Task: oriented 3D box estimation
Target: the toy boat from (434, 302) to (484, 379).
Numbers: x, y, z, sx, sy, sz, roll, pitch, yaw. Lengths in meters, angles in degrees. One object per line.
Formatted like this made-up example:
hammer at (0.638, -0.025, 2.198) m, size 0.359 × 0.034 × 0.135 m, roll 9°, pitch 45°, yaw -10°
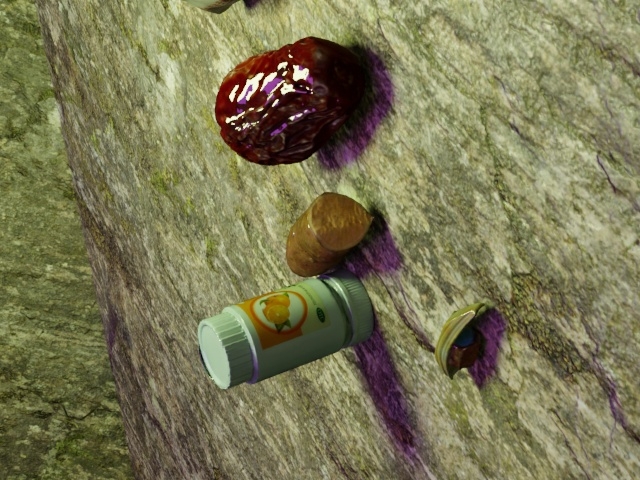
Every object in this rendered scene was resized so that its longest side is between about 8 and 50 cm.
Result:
toy boat at (0.233, 0.163, 1.646) m, size 0.066 × 0.065 × 0.172 m, roll 31°, pitch 136°, yaw 23°

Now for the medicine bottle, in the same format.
medicine bottle at (-0.069, 0.172, 1.940) m, size 0.158 × 0.318 × 0.158 m, roll 40°, pitch 140°, yaw 46°

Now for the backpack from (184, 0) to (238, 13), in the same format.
backpack at (-0.258, -0.569, 1.892) m, size 0.283 × 0.317 × 0.197 m, roll -10°, pitch 59°, yaw 62°

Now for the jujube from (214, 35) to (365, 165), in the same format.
jujube at (-0.056, -0.259, 1.818) m, size 0.342 × 0.216 × 0.216 m, roll -18°, pitch 90°, yaw 58°

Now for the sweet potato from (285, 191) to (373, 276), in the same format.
sweet potato at (-0.003, 0.000, 1.939) m, size 0.337 × 0.131 × 0.131 m, roll 136°, pitch 114°, yaw -71°
